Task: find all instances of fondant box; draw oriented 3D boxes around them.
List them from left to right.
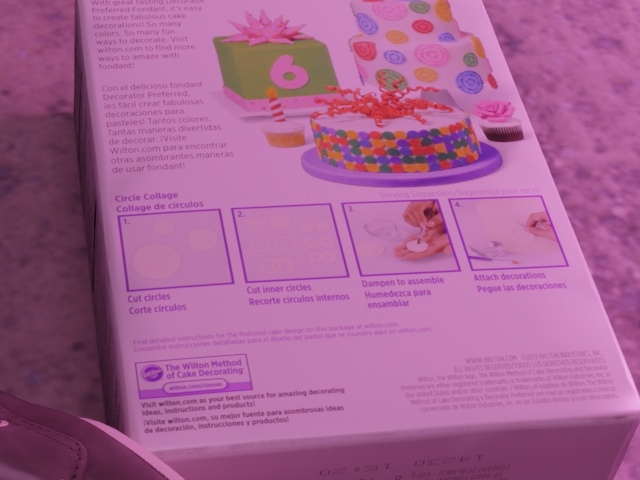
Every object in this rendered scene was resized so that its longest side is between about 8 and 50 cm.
[{"bbox_3d":[0.000,0.000,0.833,0.238,0.096,0.330,-3,48,-12],"label":"fondant box"}]

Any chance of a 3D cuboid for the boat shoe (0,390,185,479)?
[{"bbox_3d":[-0.176,0.105,0.679,0.335,0.112,0.095,28,23,27],"label":"boat shoe"}]
